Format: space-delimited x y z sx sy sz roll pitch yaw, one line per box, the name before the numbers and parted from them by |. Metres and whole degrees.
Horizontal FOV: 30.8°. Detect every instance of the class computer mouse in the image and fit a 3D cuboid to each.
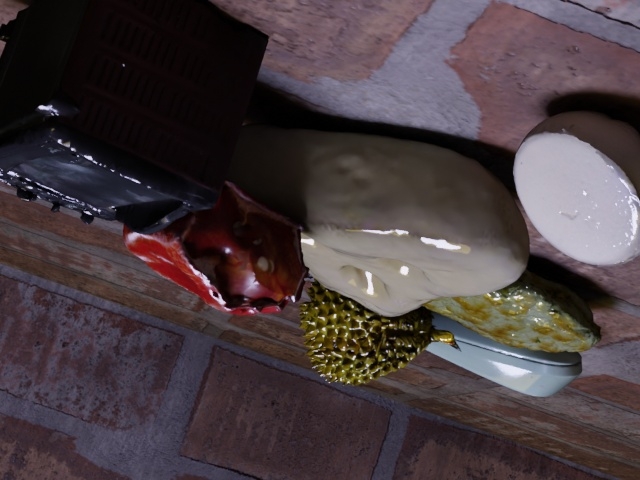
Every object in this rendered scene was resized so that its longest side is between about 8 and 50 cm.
computer mouse | 0.240 0.132 1.671 0.288 0.097 0.159 25 -165 26

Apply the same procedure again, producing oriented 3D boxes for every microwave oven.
microwave oven | -0.196 -0.120 1.055 0.178 0.188 0.247 27 165 -30

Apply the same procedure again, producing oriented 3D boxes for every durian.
durian | 0.070 0.094 1.576 0.237 0.193 0.137 1 122 34

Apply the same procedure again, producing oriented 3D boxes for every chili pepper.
chili pepper | -0.138 -0.001 1.175 0.144 0.136 0.253 -11 -168 -37

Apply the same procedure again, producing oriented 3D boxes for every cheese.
cheese | 0.097 -0.002 1.252 0.328 0.129 0.351 11 163 35

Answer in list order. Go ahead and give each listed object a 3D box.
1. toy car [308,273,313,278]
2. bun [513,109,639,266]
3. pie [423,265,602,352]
toy car | 0.000 0.000 1.535 0.062 0.071 0.165 36 163 -10
bun | 0.237 -0.054 0.972 0.138 0.094 0.138 34 147 26
pie | 0.246 0.079 1.477 0.248 0.090 0.201 28 159 -31
